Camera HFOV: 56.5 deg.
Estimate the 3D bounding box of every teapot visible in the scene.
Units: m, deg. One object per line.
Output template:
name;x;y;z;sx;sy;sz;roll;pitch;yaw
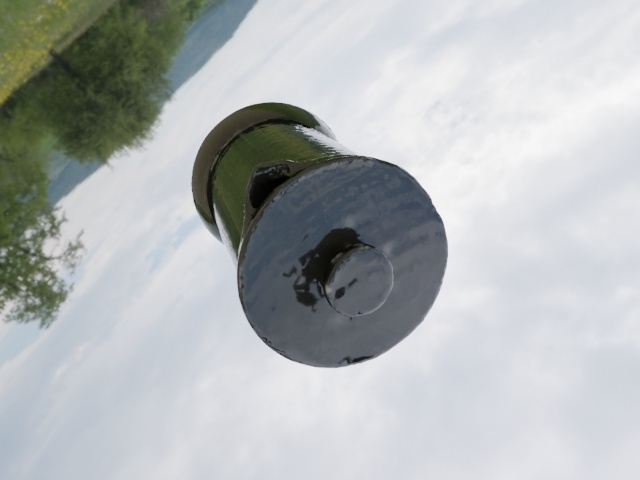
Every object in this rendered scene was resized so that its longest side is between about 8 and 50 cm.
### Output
teapot;0.000;0.000;0.616;0.200;0.270;0.337;-38;-155;-1
